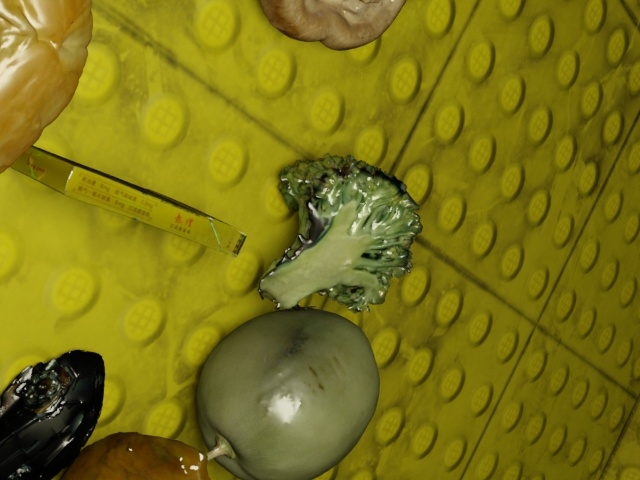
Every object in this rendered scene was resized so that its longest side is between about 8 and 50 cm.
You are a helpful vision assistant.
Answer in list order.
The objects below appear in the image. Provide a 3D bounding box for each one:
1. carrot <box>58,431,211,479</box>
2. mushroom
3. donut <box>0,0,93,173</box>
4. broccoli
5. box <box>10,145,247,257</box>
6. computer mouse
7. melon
[{"bbox_3d":[-0.279,0.414,1.263,0.340,0.241,0.241,-49,134,-15],"label":"carrot"},{"bbox_3d":[0.032,-0.388,1.311,0.278,0.146,0.278,-27,134,-32],"label":"mushroom"},{"bbox_3d":[-0.422,-0.236,0.890,0.449,0.198,0.448,-19,120,-36],"label":"donut"},{"bbox_3d":[0.004,-0.011,1.434,0.273,0.180,0.242,-35,117,-6],"label":"broccoli"},{"bbox_3d":[-0.239,-0.050,1.173,0.279,0.153,0.041,22,90,-47],"label":"box"},{"bbox_3d":[-0.362,0.248,1.231,0.241,0.078,0.146,-52,133,-15],"label":"computer mouse"},{"bbox_3d":[-0.050,0.229,1.401,0.308,0.272,0.271,-61,146,-52],"label":"melon"}]
